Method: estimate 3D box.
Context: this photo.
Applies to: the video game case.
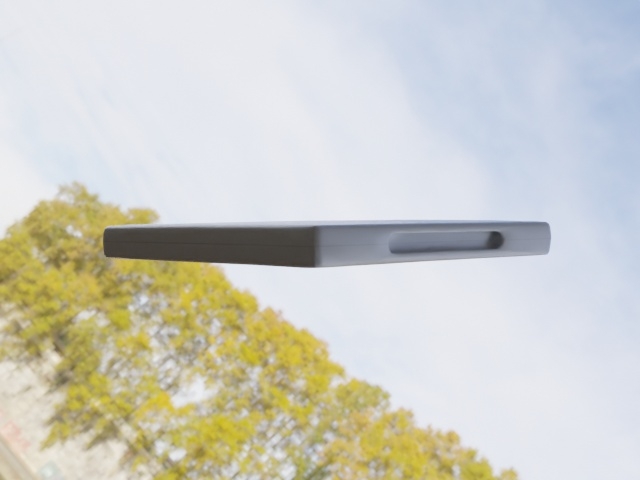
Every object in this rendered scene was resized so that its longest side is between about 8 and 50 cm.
[{"bbox_3d":[0.000,0.000,0.416,0.157,0.143,0.019,1,-87,49],"label":"video game case"}]
